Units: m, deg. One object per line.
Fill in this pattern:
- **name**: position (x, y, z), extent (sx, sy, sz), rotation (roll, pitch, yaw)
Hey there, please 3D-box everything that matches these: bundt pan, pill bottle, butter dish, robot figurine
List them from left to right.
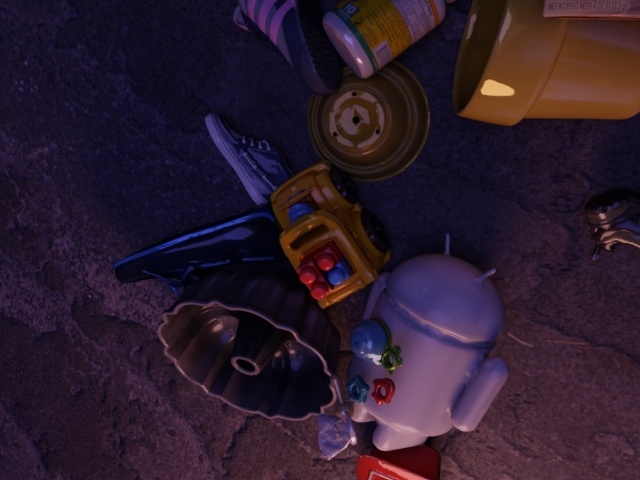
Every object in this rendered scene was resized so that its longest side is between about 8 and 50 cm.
- **bundt pan**: position (-0.109, 0.172, 1.089), extent (0.331, 0.124, 0.330), rotation (14, 138, 13)
- **pill bottle**: position (0.117, -0.356, 0.953), extent (0.208, 0.117, 0.117), rotation (-36, 89, 3)
- **butter dish**: position (0.154, 0.393, 1.115), extent (0.160, 0.118, 0.159), rotation (18, 146, 11)
- **robot figurine**: position (0.170, 0.171, 1.015), extent (0.300, 0.200, 0.353), rotation (39, 114, 42)

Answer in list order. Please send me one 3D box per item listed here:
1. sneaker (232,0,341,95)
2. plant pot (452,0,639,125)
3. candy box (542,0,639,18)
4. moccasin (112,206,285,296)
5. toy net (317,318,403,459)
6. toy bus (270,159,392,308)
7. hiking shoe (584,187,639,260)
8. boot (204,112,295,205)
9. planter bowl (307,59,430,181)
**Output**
- **sneaker**: position (-0.071, -0.359, 1.023), extent (0.131, 0.112, 0.318), rotation (-28, 75, 28)
- **plant pot**: position (0.335, -0.272, 0.864), extent (0.239, 0.254, 0.253), rotation (13, 105, -2)
- **candy box**: position (0.340, -0.382, 0.607), extent (0.183, 0.088, 0.316), rotation (15, 114, 35)
- **moccasin**: position (-0.228, 0.040, 1.147), extent (0.342, 0.138, 0.116), rotation (-16, 100, 20)
- **toy net**: position (0.063, 0.240, 0.945), extent (0.122, 0.045, 0.232), rotation (32, 111, 43)
- **toy bus**: position (0.000, 0.000, 1.021), extent (0.150, 0.211, 0.220), rotation (-30, 99, 22)
- **hiking shoe**: position (0.525, -0.027, 0.938), extent (0.227, 0.086, 0.114), rotation (-5, 113, 24)
- **boot**: position (-0.123, -0.162, 1.115), extent (0.086, 0.069, 0.190), rotation (-32, 99, 13)
- **planter bowl**: position (0.068, -0.201, 1.029), extent (0.217, 0.090, 0.217), rotation (3, 101, 16)
